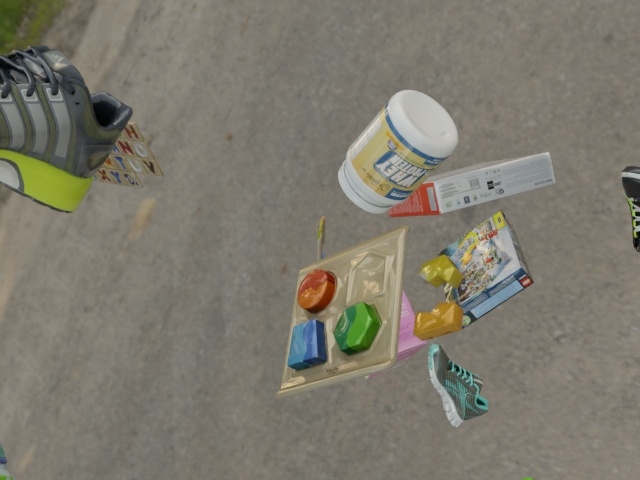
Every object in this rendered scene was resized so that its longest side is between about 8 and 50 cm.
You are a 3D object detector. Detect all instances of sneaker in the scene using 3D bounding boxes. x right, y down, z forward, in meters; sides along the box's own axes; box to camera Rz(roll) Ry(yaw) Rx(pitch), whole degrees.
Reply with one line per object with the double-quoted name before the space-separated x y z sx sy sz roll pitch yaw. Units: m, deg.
"sneaker" 0.552 -0.024 1.379 0.084 0.234 0.097 15 65 54
"sneaker" 0.228 0.231 1.383 0.076 0.167 0.065 -17 31 18
"sneaker" -0.269 -0.119 0.700 0.111 0.300 0.121 42 95 18

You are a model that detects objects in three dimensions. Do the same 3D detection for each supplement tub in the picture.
"supplement tub" 0.135 -0.155 1.508 0.200 0.144 0.144 -48 39 39

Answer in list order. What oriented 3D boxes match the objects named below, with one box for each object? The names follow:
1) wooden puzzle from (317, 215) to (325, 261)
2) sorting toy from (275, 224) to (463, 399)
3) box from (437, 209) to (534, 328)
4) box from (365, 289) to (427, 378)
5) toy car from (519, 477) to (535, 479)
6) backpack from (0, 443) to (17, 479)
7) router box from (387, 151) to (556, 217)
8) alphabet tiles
"wooden puzzle" 0.000 0.000 1.754 0.079 0.014 0.116 -76 -11 -58
"sorting toy" 0.058 0.080 1.112 0.307 0.041 0.229 -24 42 41
"box" 0.309 0.051 1.603 0.159 0.044 0.233 -37 21 20
"box" 0.139 0.191 2.080 0.213 0.117 0.243 113 136 -66
"toy car" 0.346 0.554 1.631 0.225 0.239 0.053 -46 20 -19
"backpack" -0.622 0.414 1.256 0.290 0.355 0.273 -38 43 26
"router box" 0.374 -0.140 2.150 0.301 0.335 0.082 -179 75 -71
"alphabet tiles" -0.392 -0.175 1.531 0.237 0.198 0.009 11 49 36
